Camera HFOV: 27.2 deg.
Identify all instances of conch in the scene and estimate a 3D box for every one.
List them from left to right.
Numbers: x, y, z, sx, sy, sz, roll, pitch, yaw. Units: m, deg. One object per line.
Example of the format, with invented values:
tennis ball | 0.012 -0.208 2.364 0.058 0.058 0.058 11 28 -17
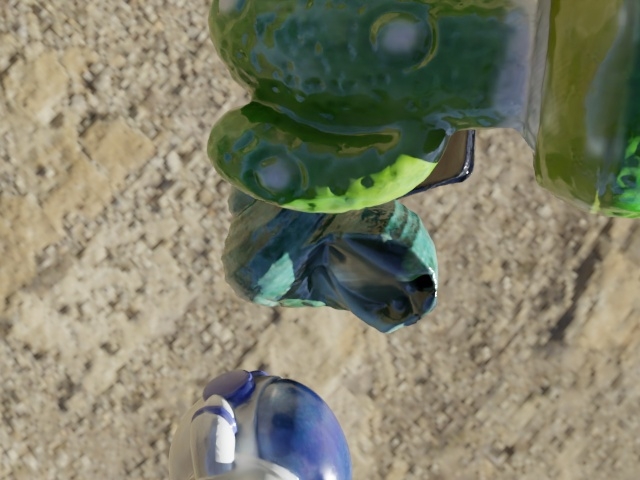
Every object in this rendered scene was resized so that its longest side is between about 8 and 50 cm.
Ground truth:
conch | -0.002 -0.003 1.236 0.202 0.134 0.196 27 139 -24

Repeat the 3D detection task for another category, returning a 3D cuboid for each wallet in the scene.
wallet | 0.094 -0.081 1.391 0.156 0.082 0.018 -18 144 34

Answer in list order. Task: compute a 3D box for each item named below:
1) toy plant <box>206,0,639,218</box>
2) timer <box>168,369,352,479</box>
toy plant | 0.084 -0.122 0.820 0.184 0.316 0.224 -11 106 -84
timer | -0.068 0.220 0.886 0.270 0.383 0.270 5 118 10
